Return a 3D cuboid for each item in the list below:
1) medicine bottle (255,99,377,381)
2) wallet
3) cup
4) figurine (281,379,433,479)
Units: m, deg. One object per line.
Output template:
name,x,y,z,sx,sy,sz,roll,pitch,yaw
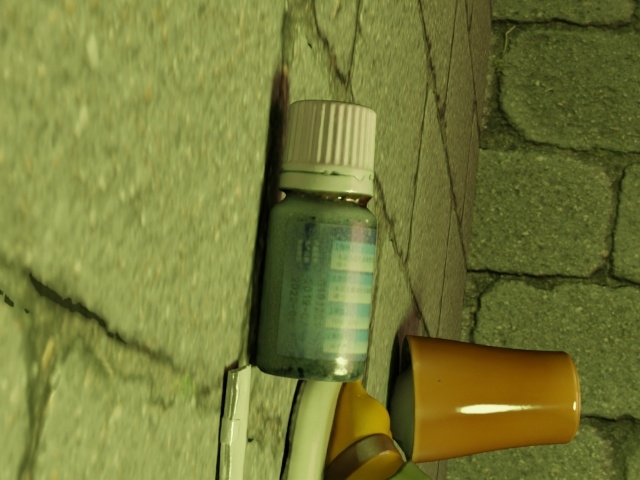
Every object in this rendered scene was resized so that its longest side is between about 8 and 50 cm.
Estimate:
medicine bottle,0.000,0.000,0.964,0.083,0.083,0.203,1,93,-80
wallet,-0.059,0.127,0.897,0.044,0.011,0.083,-2,97,-79
cup,0.225,0.231,1.880,0.226,0.264,0.182,100,-10,-74
figurine,0.051,0.195,1.177,0.167,0.141,0.250,79,19,-52
